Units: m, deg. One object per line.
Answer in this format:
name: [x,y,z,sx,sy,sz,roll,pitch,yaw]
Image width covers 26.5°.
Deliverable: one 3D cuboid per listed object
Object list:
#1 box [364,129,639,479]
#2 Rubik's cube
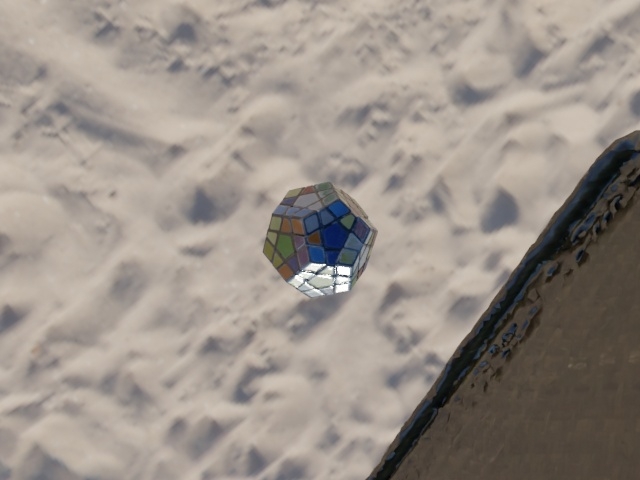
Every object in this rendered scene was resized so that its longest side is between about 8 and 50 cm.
box: [0.124,0.121,0.461,0.184,0.143,0.273,17,123,-24]
Rubik's cube: [0.000,0.000,1.286,0.111,0.093,0.111,20,90,-79]
